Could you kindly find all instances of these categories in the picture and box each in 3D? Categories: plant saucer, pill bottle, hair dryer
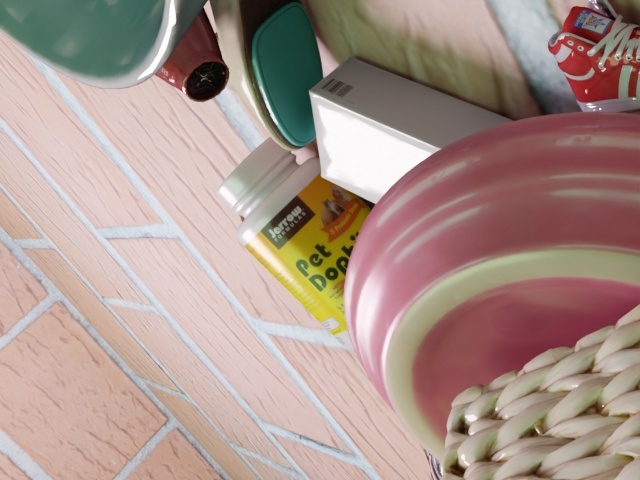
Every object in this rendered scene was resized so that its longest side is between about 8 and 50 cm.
[{"bbox_3d":[0.172,0.078,0.506,0.333,0.084,0.332,11,131,12],"label":"plant saucer"},{"bbox_3d":[0.000,0.000,0.758,0.215,0.117,0.117,45,155,-4],"label":"pill bottle"},{"bbox_3d":[-0.144,-0.233,0.543,0.293,0.080,0.224,67,162,-7],"label":"hair dryer"}]

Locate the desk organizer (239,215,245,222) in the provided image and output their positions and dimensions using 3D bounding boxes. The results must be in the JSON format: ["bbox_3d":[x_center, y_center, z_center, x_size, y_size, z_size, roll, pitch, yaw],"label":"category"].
[{"bbox_3d":[-0.031,-0.007,0.877,0.130,0.047,0.050,29,153,29],"label":"desk organizer"}]

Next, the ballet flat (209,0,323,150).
[{"bbox_3d":[-0.058,-0.188,0.602,0.086,0.086,0.248,22,138,39],"label":"ballet flat"}]

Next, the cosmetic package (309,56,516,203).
[{"bbox_3d":[0.105,-0.054,0.588,0.239,0.060,0.098,29,147,27],"label":"cosmetic package"}]

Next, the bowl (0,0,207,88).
[{"bbox_3d":[-0.114,-0.239,0.324,0.312,0.163,0.311,34,153,20],"label":"bowl"}]

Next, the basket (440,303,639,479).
[{"bbox_3d":[0.250,0.193,0.336,0.331,0.266,0.328,36,131,-20],"label":"basket"}]

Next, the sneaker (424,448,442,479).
[{"bbox_3d":[0.197,0.341,1.072,0.077,0.072,0.178,29,145,53],"label":"sneaker"}]

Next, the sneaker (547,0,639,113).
[{"bbox_3d":[0.177,-0.108,0.420,0.067,0.042,0.118,49,157,-18],"label":"sneaker"}]
